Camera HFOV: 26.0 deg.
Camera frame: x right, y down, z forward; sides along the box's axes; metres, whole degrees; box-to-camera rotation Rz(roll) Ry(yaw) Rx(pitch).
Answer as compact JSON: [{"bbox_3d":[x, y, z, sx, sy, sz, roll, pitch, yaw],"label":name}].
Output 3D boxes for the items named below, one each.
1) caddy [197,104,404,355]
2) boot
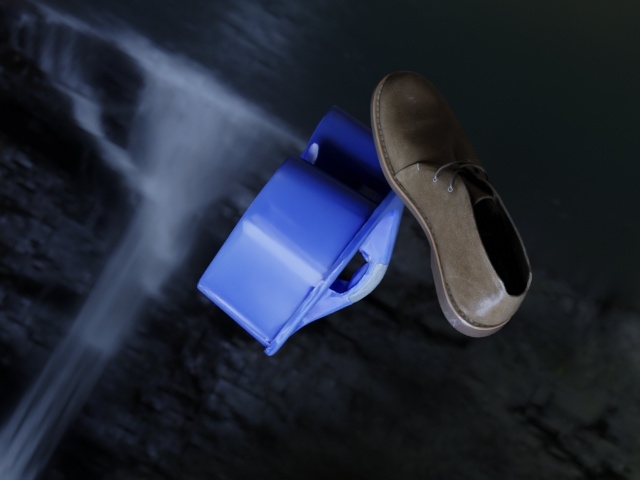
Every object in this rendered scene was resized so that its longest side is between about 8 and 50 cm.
[{"bbox_3d":[0.000,0.000,1.716,0.179,0.241,0.341,39,138,1],"label":"caddy"},{"bbox_3d":[0.145,-0.060,1.451,0.115,0.112,0.305,122,130,-62],"label":"boot"}]
